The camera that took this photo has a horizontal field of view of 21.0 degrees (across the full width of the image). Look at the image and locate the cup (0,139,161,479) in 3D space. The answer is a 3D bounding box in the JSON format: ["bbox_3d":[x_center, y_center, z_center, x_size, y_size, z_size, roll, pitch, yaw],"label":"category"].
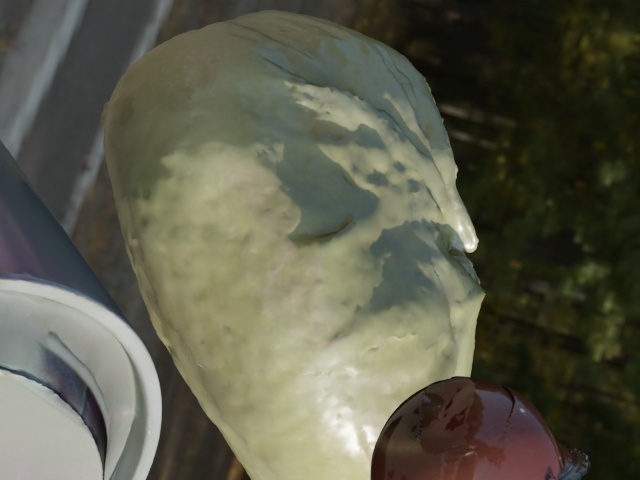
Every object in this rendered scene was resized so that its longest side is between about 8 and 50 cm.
[{"bbox_3d":[-0.265,0.024,0.900,0.371,0.253,0.253,51,-43,40],"label":"cup"}]

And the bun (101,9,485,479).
[{"bbox_3d":[0.000,0.000,1.171,0.361,0.213,0.361,-20,90,-79],"label":"bun"}]

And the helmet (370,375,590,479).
[{"bbox_3d":[0.052,0.071,0.609,0.084,0.065,0.049,-27,106,-34],"label":"helmet"}]
